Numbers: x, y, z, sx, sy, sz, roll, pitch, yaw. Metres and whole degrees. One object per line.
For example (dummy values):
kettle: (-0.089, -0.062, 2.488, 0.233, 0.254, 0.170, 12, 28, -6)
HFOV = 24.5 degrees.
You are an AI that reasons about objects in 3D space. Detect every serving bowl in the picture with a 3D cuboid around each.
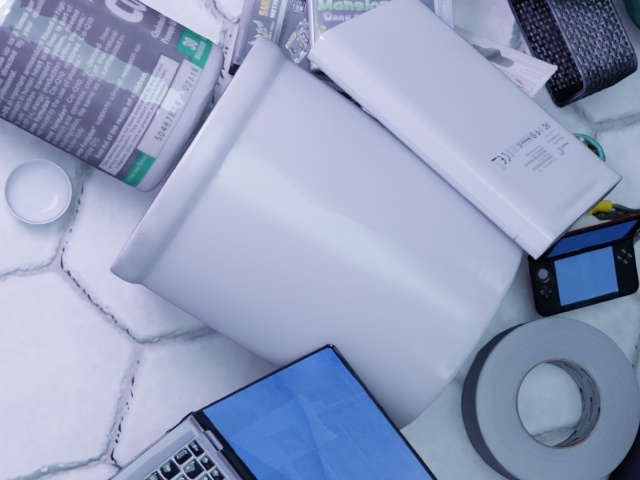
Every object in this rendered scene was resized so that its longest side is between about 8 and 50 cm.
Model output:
serving bowl: (-0.351, -0.059, 1.828, 0.083, 0.027, 0.083, 2, 82, -11)

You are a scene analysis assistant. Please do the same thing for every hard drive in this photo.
hard drive: (0.176, -0.144, 1.746, 0.353, 0.047, 0.233, 43, 36, 10)

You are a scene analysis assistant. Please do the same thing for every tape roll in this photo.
tape roll: (0.295, 0.210, 1.888, 0.219, 0.072, 0.219, 1, 82, -9)

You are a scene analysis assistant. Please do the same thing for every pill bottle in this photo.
pill bottle: (-0.314, -0.224, 1.750, 0.361, 0.204, 0.204, 28, 78, -13)

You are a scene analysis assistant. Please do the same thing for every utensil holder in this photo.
utensil holder: (0.000, 0.000, 1.741, 0.385, 0.327, 0.328, 33, 78, -8)

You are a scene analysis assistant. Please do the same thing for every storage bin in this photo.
storage bin: (0.328, -0.279, 1.935, 0.084, 0.122, 0.180, -22, 87, -12)

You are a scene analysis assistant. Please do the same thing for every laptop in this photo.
laptop: (-0.058, 0.387, 1.695, 0.408, 0.236, 0.382, -38, 97, -13)

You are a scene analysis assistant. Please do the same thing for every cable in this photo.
cable: (0.414, -0.019, 1.940, 0.287, 0.072, 0.139, -13, 89, -11)

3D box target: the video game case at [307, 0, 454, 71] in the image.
video game case: (0.077, -0.302, 1.885, 0.190, 0.022, 0.173, -1, 83, -11)

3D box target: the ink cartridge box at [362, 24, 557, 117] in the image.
ink cartridge box: (0.172, -0.170, 1.896, 0.181, 0.056, 0.225, 27, 57, 25)

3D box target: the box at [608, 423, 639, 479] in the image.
box: (0.682, 0.223, 1.842, 0.480, 0.297, 0.472, 26, 77, -6)

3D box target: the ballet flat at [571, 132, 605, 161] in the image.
ballet flat: (0.256, -0.108, 1.916, 0.247, 0.087, 0.083, -3, 83, -10)

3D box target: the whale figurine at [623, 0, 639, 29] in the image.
whale figurine: (0.436, -0.357, 1.917, 0.272, 0.141, 0.216, 17, 76, -48)

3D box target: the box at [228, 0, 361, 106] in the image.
box: (-0.006, -0.306, 1.911, 0.183, 0.056, 0.231, 13, 80, -9)

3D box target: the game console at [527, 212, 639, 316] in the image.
game console: (0.343, 0.031, 1.853, 0.144, 0.085, 0.124, -14, 103, -11)
